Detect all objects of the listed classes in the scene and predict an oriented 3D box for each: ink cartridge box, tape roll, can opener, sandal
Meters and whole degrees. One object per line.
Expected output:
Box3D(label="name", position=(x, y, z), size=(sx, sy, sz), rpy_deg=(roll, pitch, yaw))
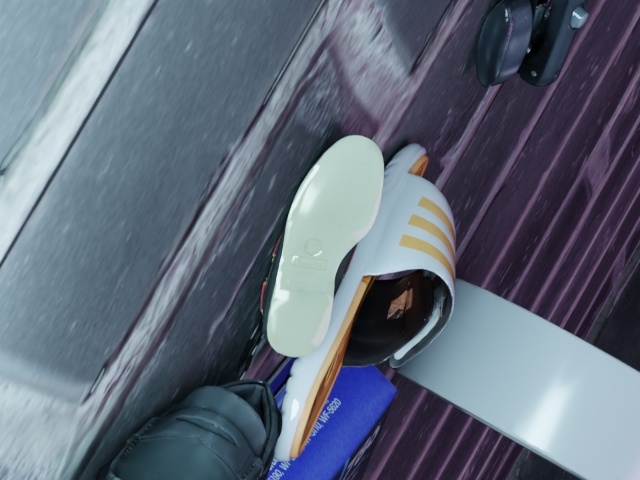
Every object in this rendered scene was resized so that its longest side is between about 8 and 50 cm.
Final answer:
Box3D(label="ink cartridge box", position=(-0.029, 0.201, 1.395), size=(0.165, 0.065, 0.333), rpy_deg=(-48, 161, -43))
Box3D(label="tape roll", position=(0.211, 0.142, 1.695), size=(0.100, 0.286, 0.286), rpy_deg=(-60, 167, -4))
Box3D(label="can opener", position=(0.161, -0.181, 1.311), size=(0.073, 0.059, 0.186), rpy_deg=(-44, 160, -51))
Box3D(label="sandal", position=(0.040, 0.050, 1.224), size=(0.102, 0.076, 0.265), rpy_deg=(107, 6, -45))

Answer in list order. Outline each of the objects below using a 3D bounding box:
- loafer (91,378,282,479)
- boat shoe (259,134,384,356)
Box3D(label="loafer", position=(-0.068, 0.114, 1.033), size=(0.223, 0.076, 0.078), rpy_deg=(-17, 130, -79))
Box3D(label="boat shoe", position=(-0.002, -0.001, 1.110), size=(0.042, 0.049, 0.133), rpy_deg=(-118, -134, -72))
